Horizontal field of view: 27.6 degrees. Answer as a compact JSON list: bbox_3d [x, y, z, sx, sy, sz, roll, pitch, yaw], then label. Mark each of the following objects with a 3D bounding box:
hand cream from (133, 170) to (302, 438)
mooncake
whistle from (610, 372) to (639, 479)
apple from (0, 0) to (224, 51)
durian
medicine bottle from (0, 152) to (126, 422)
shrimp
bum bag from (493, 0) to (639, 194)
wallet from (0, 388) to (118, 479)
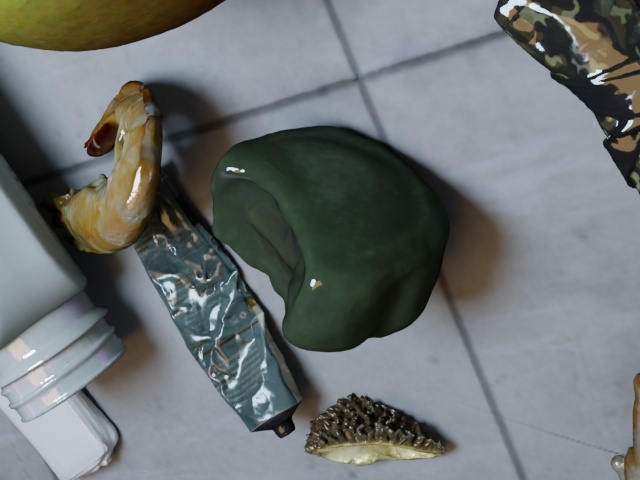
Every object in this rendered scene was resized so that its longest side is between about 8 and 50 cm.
[{"bbox_3d":[-0.093,0.055,1.061,0.075,0.052,0.248,-32,93,26],"label":"hand cream"},{"bbox_3d":[0.000,0.000,0.915,0.168,0.175,0.104,15,126,-9],"label":"mooncake"},{"bbox_3d":[0.247,0.195,0.948,0.107,0.057,0.220,8,117,27],"label":"whistle"},{"bbox_3d":[-0.161,-0.281,0.765,0.338,0.305,0.339,12,119,24],"label":"apple"},{"bbox_3d":[0.036,0.163,1.052,0.130,0.052,0.066,-8,114,32],"label":"durian"},{"bbox_3d":[-0.296,-0.008,1.087,0.324,0.124,0.179,55,159,-9],"label":"medicine bottle"},{"bbox_3d":[-0.172,-0.054,1.023,0.236,0.053,0.133,165,104,-64],"label":"shrimp"},{"bbox_3d":[0.207,-0.094,0.805,0.102,0.069,0.248,-39,92,2],"label":"bum bag"},{"bbox_3d":[-0.269,0.145,1.227,0.190,0.033,0.095,49,129,-1],"label":"wallet"}]
